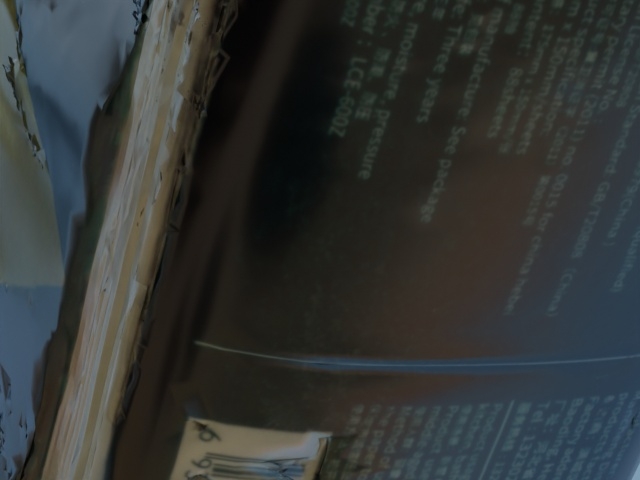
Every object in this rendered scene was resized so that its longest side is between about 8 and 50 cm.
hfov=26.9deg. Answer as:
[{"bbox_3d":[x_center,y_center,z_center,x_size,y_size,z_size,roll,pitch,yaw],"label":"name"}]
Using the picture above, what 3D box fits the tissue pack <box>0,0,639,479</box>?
[{"bbox_3d":[0.000,0.000,0.553,0.264,0.253,0.417,0,-57,-29],"label":"tissue pack"}]
